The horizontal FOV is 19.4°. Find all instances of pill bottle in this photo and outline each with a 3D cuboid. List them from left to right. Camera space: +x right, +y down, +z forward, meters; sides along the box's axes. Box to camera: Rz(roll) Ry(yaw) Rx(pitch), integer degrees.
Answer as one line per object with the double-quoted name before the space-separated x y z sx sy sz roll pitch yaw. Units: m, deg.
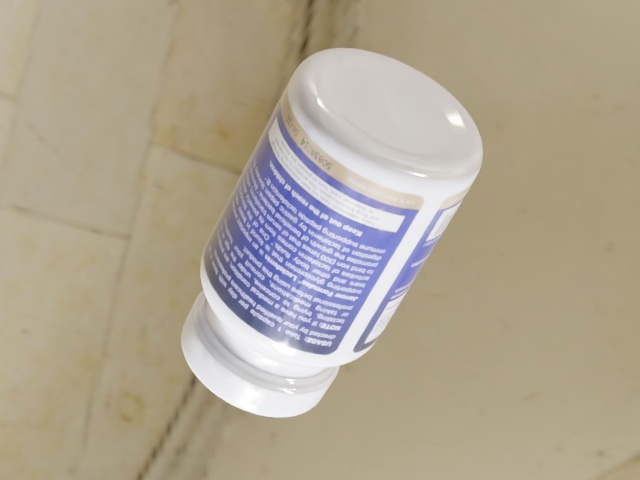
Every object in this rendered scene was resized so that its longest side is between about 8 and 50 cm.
"pill bottle" 0.000 0.000 1.411 0.153 0.153 0.264 51 -51 29
